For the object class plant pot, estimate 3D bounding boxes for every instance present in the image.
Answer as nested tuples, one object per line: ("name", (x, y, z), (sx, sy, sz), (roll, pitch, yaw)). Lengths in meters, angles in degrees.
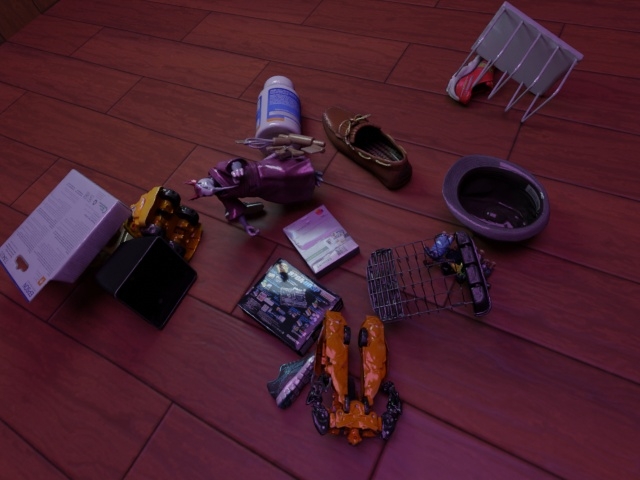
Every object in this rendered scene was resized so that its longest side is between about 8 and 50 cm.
("plant pot", (-0.491, 0.099, 1.206), (0.166, 0.187, 0.188), (12, 60, 32))

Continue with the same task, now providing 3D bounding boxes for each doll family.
("doll family", (0.348, 0.058, 1.129), (0.193, 0.076, 0.111), (29, 71, 32))

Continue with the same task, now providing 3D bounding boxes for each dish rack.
("dish rack", (0.249, 0.093, 1.062), (0.271, 0.074, 0.208), (-14, 59, 16))

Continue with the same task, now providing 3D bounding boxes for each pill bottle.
("pill bottle", (-0.140, -0.425, 1.493), (0.152, 0.152, 0.272), (-6, 56, 7))

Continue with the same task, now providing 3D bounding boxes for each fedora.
("fedora", (0.452, -0.091, 1.171), (0.275, 0.124, 0.244), (20, 65, 13))

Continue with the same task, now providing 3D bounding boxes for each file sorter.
("file sorter", (0.584, -0.521, 1.337), (0.277, 0.193, 0.173), (35, 73, 1))

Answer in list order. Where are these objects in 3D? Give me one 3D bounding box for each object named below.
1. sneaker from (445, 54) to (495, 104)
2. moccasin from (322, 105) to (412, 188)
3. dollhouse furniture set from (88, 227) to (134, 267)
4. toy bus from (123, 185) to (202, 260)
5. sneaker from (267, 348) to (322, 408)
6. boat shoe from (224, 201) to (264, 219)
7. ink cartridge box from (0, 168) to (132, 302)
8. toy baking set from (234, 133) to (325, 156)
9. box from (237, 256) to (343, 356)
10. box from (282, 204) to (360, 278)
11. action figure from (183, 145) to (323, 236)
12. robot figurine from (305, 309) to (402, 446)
("sneaker", (0.546, -0.551, 1.492), (0.279, 0.107, 0.118), (-41, 77, -12))
("moccasin", (0.131, -0.315, 1.368), (0.139, 0.147, 0.380), (-30, 56, -9))
("dollhouse furniture set", (-0.658, -0.008, 1.335), (0.151, 0.123, 0.144), (-1, 57, 10))
("toy bus", (-0.487, -0.049, 1.279), (0.211, 0.220, 0.150), (4, 61, 22))
("sneaker", (-0.062, 0.310, 1.048), (0.076, 0.065, 0.166), (32, 66, 33))
("boat shoe", (-0.236, -0.100, 1.362), (0.125, 0.046, 0.038), (-19, 60, 9))
("ink cartridge box", (-0.716, -0.019, 1.226), (0.324, 0.071, 0.330), (28, 76, 37))
("toy baking set", (-0.113, -0.286, 1.286), (0.256, 0.030, 0.196), (18, 26, 28))
("box", (-0.079, 0.166, 1.150), (0.220, 0.051, 0.175), (30, 67, 27))
("box", (0.000, 0.000, 1.253), (0.145, 0.038, 0.186), (-32, 58, -11))
("action figure", (-0.193, -0.181, 1.232), (0.370, 0.248, 0.276), (-6, 52, -22))
("robot figurine", (0.073, 0.306, 0.991), (0.210, 0.085, 0.291), (8, 57, -7))
